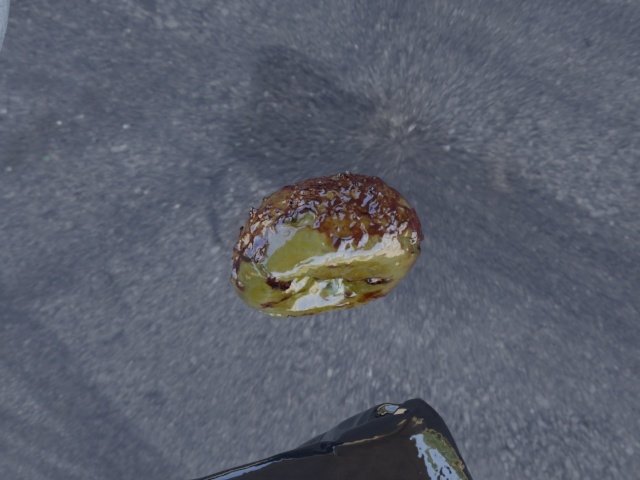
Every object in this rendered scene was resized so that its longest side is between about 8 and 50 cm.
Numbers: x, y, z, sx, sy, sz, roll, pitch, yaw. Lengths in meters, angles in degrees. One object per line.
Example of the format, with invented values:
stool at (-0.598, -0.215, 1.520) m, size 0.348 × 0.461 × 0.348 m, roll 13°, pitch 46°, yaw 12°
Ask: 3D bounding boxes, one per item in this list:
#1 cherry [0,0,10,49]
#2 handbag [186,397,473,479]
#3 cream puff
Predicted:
cherry at (-0.467, -0.275, 1.085) m, size 0.255 × 0.218 × 0.296 m, roll 3°, pitch 101°, yaw 34°
handbag at (-0.029, 0.284, 0.853) m, size 0.275 × 0.302 × 0.178 m, roll -21°, pitch 72°, yaw -28°
cream puff at (0.000, 0.000, 0.711) m, size 0.149 × 0.149 × 0.084 m, roll -18°, pitch 66°, yaw 6°
